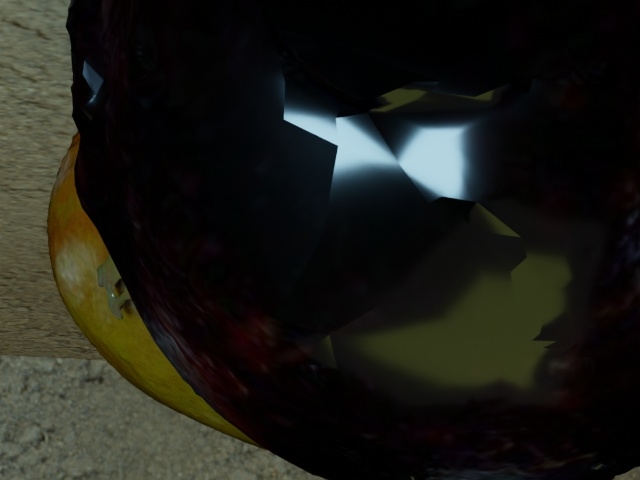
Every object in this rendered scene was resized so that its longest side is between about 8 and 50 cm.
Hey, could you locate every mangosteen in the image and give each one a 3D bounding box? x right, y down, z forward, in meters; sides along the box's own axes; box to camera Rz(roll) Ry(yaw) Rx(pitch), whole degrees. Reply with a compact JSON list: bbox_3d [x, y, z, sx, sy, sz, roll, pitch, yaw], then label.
[{"bbox_3d":[0.092,-0.078,0.794,0.421,0.381,0.381,-16,160,19],"label":"mangosteen"}]

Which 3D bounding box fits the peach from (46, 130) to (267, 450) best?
[{"bbox_3d":[-0.002,-0.002,1.167,0.372,0.290,0.372,-32,163,-11],"label":"peach"}]
